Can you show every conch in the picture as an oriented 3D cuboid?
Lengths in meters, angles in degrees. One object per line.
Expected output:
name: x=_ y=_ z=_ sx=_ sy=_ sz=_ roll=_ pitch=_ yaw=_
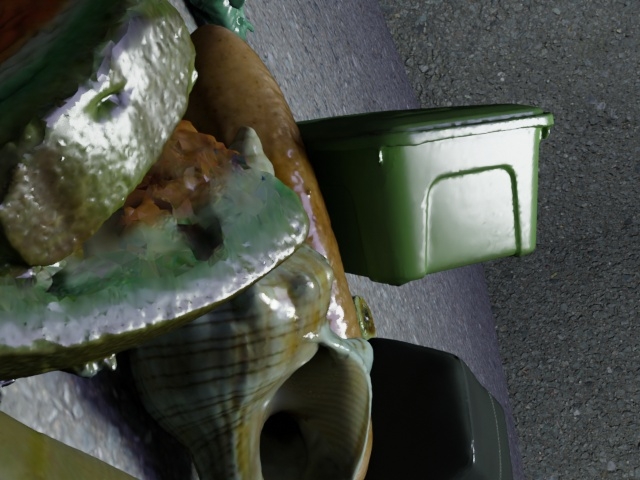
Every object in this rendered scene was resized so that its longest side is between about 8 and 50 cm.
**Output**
conch: x=-0.053 y=0.107 z=0.673 sx=0.169 sy=0.203 sz=0.386 roll=-122 pitch=-148 yaw=-67

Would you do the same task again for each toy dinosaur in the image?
toy dinosaur: x=-0.144 y=-0.347 z=0.999 sx=0.120 sy=0.079 sz=0.292 roll=-91 pitch=162 yaw=-61

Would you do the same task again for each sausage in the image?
sausage: x=-0.048 y=0.010 z=0.834 sx=0.123 sy=0.136 sz=0.500 roll=-6 pitch=77 yaw=-38

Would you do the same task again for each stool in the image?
stool: x=0.084 y=0.225 z=0.908 sx=0.141 sy=0.232 sz=0.232 roll=47 pitch=29 yaw=-43

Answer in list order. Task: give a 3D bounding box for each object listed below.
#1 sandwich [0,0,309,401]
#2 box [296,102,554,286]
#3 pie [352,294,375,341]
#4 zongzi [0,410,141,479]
sandwich: x=-0.138 y=-0.085 z=0.490 sx=0.250 sy=0.162 sz=0.301 roll=-11 pitch=62 yaw=-44
box: x=0.080 y=-0.059 z=0.983 sx=0.329 sy=0.253 sz=0.177 roll=13 pitch=-67 yaw=60
pie: x=0.068 y=0.124 z=1.353 sx=0.084 sy=0.021 sz=0.084 roll=-17 pitch=90 yaw=-76
zongzi: x=-0.053 y=0.166 z=0.449 sx=0.447 sy=0.182 sz=0.418 roll=-29 pitch=104 yaw=-68
